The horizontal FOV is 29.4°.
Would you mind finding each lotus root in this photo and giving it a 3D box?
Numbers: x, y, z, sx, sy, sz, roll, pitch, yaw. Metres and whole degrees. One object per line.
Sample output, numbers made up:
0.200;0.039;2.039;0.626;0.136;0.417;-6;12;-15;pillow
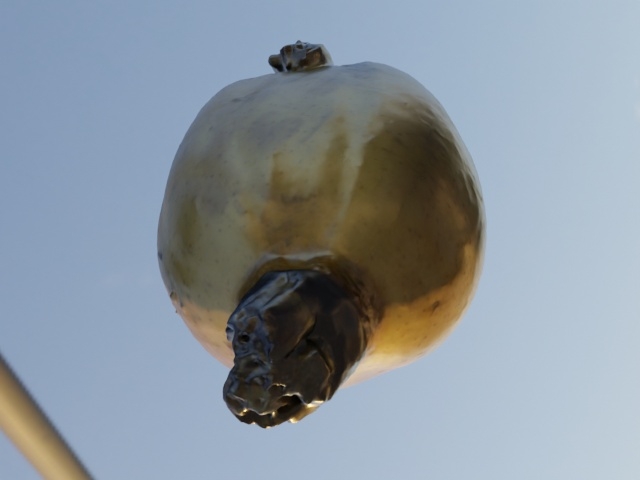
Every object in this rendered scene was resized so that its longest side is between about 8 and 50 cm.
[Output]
0.000;0.000;0.659;0.310;0.183;0.182;-85;-16;-66;lotus root
